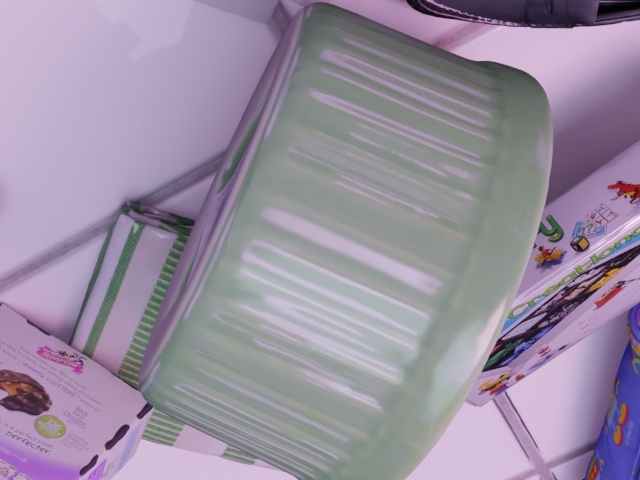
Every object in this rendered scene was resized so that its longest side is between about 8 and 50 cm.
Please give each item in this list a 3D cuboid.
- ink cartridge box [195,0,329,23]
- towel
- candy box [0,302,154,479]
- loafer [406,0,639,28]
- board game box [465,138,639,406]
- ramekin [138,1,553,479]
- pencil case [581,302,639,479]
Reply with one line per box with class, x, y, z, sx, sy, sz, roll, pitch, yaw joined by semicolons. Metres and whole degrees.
ink cartridge box;-0.025;-0.213;0.514;0.104;0.061;0.181;9;124;-37
towel;-0.058;0.107;0.756;0.324;0.038;0.248;17;120;-19
candy box;-0.249;0.152;0.632;0.165;0.196;0.070;30;119;9
loafer;0.168;-0.183;0.566;0.223;0.078;0.076;-5;123;-4
board game box;0.211;0.019;0.656;0.305;0.053;0.193;-36;151;10
ramekin;0.000;0.000;0.540;0.148;0.303;0.303;24;118;-11
pencil case;0.328;0.193;0.807;0.119;0.133;0.306;16;125;22
